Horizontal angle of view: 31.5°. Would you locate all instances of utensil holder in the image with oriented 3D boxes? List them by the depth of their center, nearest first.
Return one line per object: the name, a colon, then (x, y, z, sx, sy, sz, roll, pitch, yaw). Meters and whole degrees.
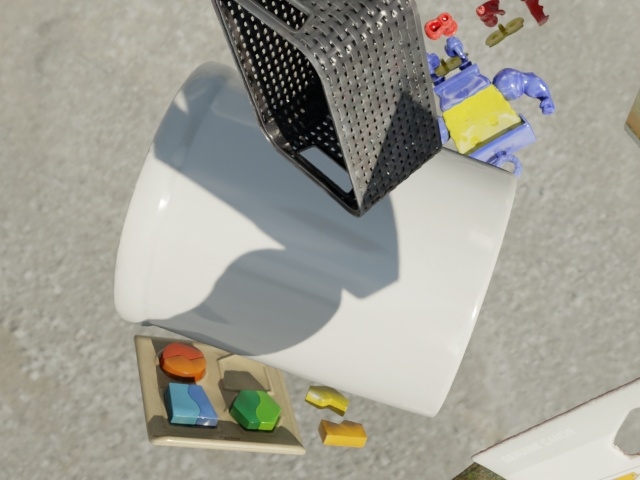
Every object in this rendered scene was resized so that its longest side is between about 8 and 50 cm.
utensil holder: (0.000, 0.000, 1.333, 0.386, 0.327, 0.327, 18, 47, 4)

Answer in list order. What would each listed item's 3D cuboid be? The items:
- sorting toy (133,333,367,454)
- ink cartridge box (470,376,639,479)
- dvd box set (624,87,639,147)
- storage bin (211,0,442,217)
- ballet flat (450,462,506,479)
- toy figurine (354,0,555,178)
sorting toy: (-0.094, 0.207, 1.554, 0.307, 0.041, 0.229, 8, 30, -22)
ink cartridge box: (0.254, 0.123, 0.612, 0.239, 0.275, 0.060, 35, 54, -9)
dvd box set: (0.572, -0.138, 1.597, 0.062, 0.420, 0.307, -34, 75, -4)
storage bin: (0.008, -0.117, 0.794, 0.084, 0.180, 0.122, -39, 57, -14)
ballet flat: (0.072, 0.270, 0.909, 0.123, 0.348, 0.123, 30, 37, -27)
toy figurine: (0.178, -0.161, 1.507, 0.217, 0.363, 0.191, 61, 7, 13)
